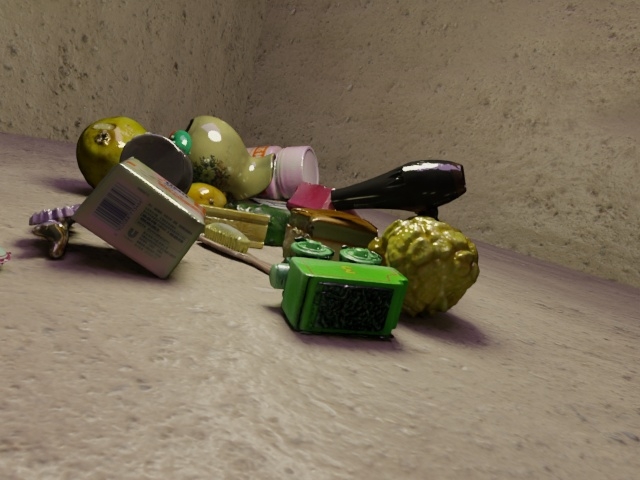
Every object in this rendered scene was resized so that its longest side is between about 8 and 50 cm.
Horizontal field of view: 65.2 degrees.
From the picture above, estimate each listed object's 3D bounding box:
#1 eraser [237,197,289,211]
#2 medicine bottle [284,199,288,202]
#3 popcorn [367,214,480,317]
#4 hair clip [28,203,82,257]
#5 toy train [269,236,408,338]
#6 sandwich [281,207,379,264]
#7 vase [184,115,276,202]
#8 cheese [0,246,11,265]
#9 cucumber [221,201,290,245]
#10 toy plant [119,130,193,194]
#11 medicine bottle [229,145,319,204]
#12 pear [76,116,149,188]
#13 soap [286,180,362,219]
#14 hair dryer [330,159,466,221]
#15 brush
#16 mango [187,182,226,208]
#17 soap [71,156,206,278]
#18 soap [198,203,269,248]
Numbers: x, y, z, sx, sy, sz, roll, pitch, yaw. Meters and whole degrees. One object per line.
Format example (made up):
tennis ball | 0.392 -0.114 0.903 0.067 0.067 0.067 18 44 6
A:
eraser | -0.154 -0.095 1.788 0.279 0.081 0.124 4 14 -44
medicine bottle | -0.171 -0.173 2.059 0.249 0.133 0.133 19 11 21
popcorn | 0.220 0.048 1.084 0.236 0.206 0.251 24 13 -17
hair clip | -0.507 -0.034 0.991 0.106 0.085 0.292 -15 15 -17
toy train | 0.036 0.086 0.905 0.243 0.133 0.188 7 16 -22
sandwich | 0.000 0.000 1.239 0.198 0.155 0.227 10 10 -22
vase | -0.347 -0.228 1.669 0.302 0.329 0.241 29 34 -23
cheese | -0.537 0.016 0.771 0.145 0.038 0.095 21 13 34
cucumber | -0.130 -0.044 1.495 0.325 0.105 0.145 9 10 -39
toy plant | -0.433 -0.187 1.340 0.185 0.280 0.400 19 -4 -15
medicine bottle | -0.216 -0.247 1.903 0.388 0.219 0.219 0 5 18
pear | -0.627 -0.254 1.585 0.269 0.269 0.321 13 -9 -3
soap | 0.036 -0.059 1.470 0.162 0.099 0.250 11 -24 40
hair dryer | 0.218 -0.060 1.203 0.303 0.120 0.359 -13 -30 23
brush | -0.171 0.021 1.177 0.312 0.067 0.072 23 12 34
mango | -0.360 -0.109 1.524 0.156 0.114 0.251 -6 -5 -2
soap | -0.335 -0.050 0.964 0.199 0.138 0.182 38 2 -17
soap | -0.262 -0.040 1.304 0.252 0.092 0.037 9 9 -27
